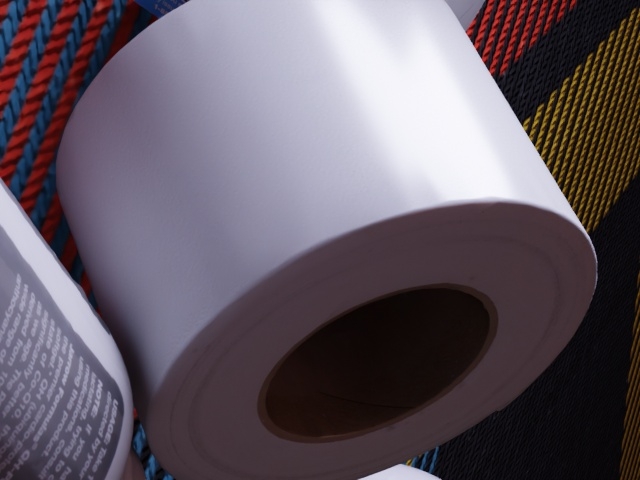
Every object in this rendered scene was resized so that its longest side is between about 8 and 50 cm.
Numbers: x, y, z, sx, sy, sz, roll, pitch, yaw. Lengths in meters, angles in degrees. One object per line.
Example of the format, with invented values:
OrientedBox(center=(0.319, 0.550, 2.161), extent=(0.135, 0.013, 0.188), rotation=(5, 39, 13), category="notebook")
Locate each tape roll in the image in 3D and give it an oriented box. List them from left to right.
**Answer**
OrientedBox(center=(0.000, 0.000, 0.841), extent=(0.169, 0.246, 0.246), rotation=(65, 2, 34), category="tape roll")

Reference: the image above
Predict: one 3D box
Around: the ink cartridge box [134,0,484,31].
OrientedBox(center=(0.031, -0.213, 0.928), extent=(0.168, 0.171, 0.232), rotation=(-47, 169, -47), category="ink cartridge box")

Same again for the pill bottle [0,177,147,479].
OrientedBox(center=(-0.185, 0.059, 0.692), extent=(0.176, 0.176, 0.318), rotation=(-65, 153, -26), category="pill bottle")

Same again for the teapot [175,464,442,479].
OrientedBox(center=(0.005, 0.251, 1.213), extent=(0.253, 0.187, 0.256), rotation=(-24, 146, -29), category="teapot")
